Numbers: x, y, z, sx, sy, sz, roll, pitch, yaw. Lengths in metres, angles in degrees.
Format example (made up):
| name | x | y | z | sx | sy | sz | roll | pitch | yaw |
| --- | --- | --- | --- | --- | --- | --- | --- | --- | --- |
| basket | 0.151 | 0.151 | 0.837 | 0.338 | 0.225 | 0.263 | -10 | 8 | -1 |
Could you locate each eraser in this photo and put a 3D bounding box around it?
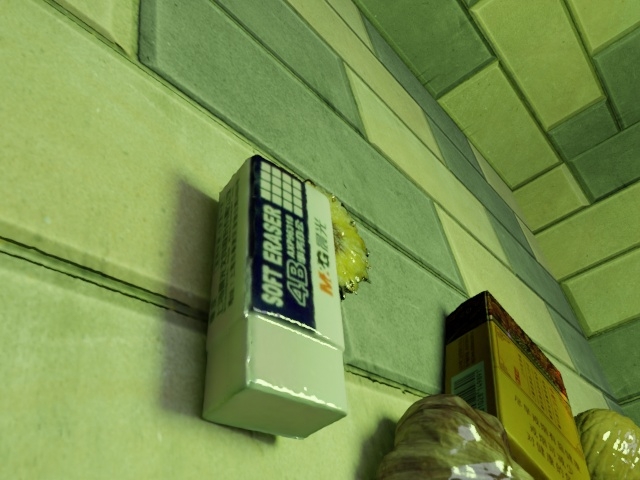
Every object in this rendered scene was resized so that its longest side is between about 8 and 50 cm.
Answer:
| name | x | y | z | sx | sy | sz | roll | pitch | yaw |
| --- | --- | --- | --- | --- | --- | --- | --- | --- | --- |
| eraser | -0.047 | 0.050 | 0.577 | 0.130 | 0.086 | 0.287 | 26 | 41 | -32 |

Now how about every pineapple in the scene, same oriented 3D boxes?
| name | x | y | z | sx | sy | sz | roll | pitch | yaw |
| --- | --- | --- | --- | --- | --- | --- | --- | --- | --- |
| pineapple | 0.000 | 0.000 | 0.801 | 0.221 | 0.047 | 0.221 | 38 | 32 | -29 |

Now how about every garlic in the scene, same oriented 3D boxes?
| name | x | y | z | sx | sy | sz | roll | pitch | yaw |
| --- | --- | --- | --- | --- | --- | --- | --- | --- | --- |
| garlic | 0.179 | 0.298 | 0.652 | 0.245 | 0.160 | 0.245 | 31 | 39 | -30 |

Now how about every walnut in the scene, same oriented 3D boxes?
| name | x | y | z | sx | sy | sz | roll | pitch | yaw |
| --- | --- | --- | --- | --- | --- | --- | --- | --- | --- |
| walnut | 0.628 | 0.488 | 1.213 | 0.213 | 0.213 | 0.213 | 42 | 30 | -31 |

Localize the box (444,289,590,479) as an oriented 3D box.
| name | x | y | z | sx | sy | sz | roll | pitch | yaw |
| --- | --- | --- | --- | --- | --- | --- | --- | --- | --- |
| box | 0.346 | 0.299 | 0.975 | 0.264 | 0.116 | 0.415 | 46 | 25 | -10 |
